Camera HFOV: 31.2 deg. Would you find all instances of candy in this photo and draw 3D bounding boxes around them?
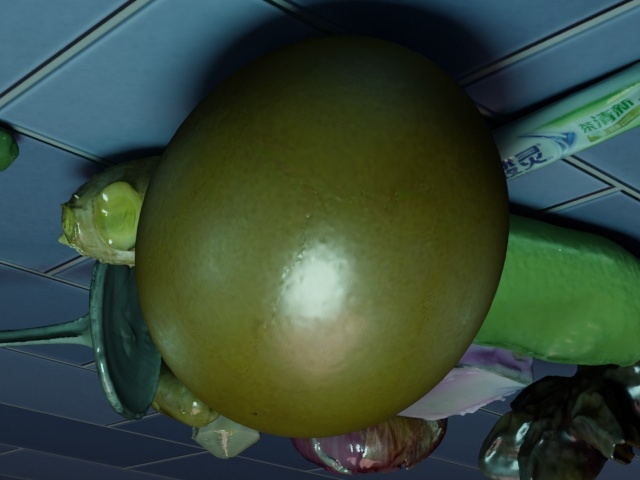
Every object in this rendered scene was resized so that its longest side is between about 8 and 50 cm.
[{"bbox_3d":[0.210,0.042,1.186,0.343,0.142,0.132,15,-169,-27],"label":"candy"},{"bbox_3d":[0.147,0.153,1.462,0.155,0.116,0.265,8,157,-21],"label":"candy"}]

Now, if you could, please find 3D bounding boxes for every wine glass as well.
[{"bbox_3d":[-0.401,0.118,1.298,0.406,0.267,0.267,-5,157,9],"label":"wine glass"}]

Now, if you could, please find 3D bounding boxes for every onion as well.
[{"bbox_3d":[0.063,0.236,1.644,0.230,0.163,0.230,-11,-159,4],"label":"onion"}]

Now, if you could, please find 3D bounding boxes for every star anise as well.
[{"bbox_3d":[0.320,0.187,1.347,0.108,0.315,0.315,46,145,-9],"label":"star anise"}]

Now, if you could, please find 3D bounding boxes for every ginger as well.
[{"bbox_3d":[-0.161,-0.027,1.092,0.216,0.102,0.157,-11,-179,21],"label":"ginger"}]

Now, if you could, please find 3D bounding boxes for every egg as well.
[{"bbox_3d":[0.000,0.000,0.893,0.282,0.282,0.351,9,137,-13],"label":"egg"}]

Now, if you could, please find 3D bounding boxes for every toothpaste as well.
[{"bbox_3d":[0.197,-0.092,0.961,0.075,0.048,0.297,25,146,-37],"label":"toothpaste"}]

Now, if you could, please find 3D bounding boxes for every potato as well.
[{"bbox_3d":[-0.210,0.222,1.685,0.170,0.080,0.107,13,172,42],"label":"potato"}]

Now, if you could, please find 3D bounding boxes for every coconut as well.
[{"bbox_3d":[-0.148,0.285,1.819,0.116,0.122,0.116,2,158,1],"label":"coconut"}]

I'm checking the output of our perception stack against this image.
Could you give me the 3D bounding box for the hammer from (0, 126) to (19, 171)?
[{"bbox_3d":[-0.443,-0.070,1.037,0.335,0.119,0.206,-2,160,-4],"label":"hammer"}]
